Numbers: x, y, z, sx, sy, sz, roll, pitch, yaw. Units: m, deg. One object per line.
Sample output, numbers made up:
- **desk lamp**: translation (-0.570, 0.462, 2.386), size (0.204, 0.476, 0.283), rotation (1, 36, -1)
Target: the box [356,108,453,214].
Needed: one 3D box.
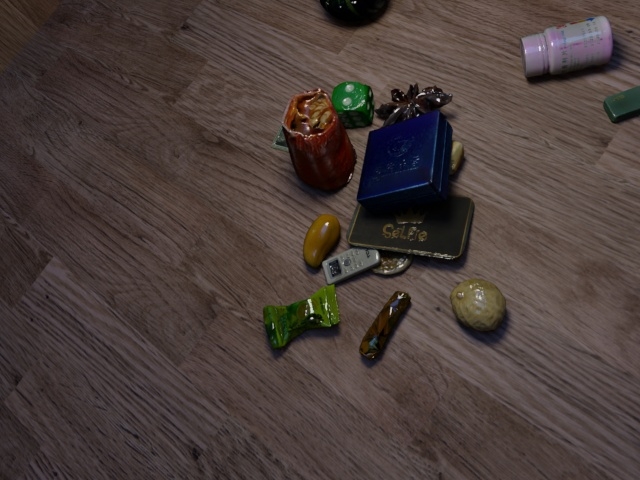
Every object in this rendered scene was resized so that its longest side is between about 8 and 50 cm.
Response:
- **box**: translation (0.263, -0.240, 1.774), size (0.262, 0.116, 0.278), rotation (-10, 56, 36)

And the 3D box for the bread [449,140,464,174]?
- **bread**: translation (0.398, -0.271, 1.829), size (0.125, 0.082, 0.106), rotation (25, 69, 43)

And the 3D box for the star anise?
- **star anise**: translation (0.310, -0.440, 1.905), size (0.283, 0.129, 0.212), rotation (-3, 62, 26)

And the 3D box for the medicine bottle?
- **medicine bottle**: translation (0.771, -0.606, 1.796), size (0.255, 0.152, 0.151), rotation (-10, 67, 15)

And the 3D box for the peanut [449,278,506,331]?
- **peanut**: translation (0.446, 0.181, 1.618), size (0.159, 0.109, 0.140), rotation (19, 76, 22)

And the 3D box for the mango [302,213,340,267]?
- **mango**: translation (0.000, 0.000, 1.855), size (0.102, 0.085, 0.184), rotation (24, 89, 23)

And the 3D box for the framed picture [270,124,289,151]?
- **framed picture**: translation (-0.079, -0.381, 2.067), size (0.183, 0.011, 0.141), rotation (19, 76, 23)

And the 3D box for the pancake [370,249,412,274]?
- **pancake**: translation (0.216, 0.044, 1.795), size (0.152, 0.025, 0.151), rotation (-7, 67, 16)

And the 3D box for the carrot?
- **carrot**: translation (0.193, 0.251, 1.705), size (0.069, 0.069, 0.228), rotation (29, 80, 26)

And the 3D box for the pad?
- **pad**: translation (0.265, -0.051, 1.758), size (0.376, 0.063, 0.314), rotation (7, 59, 21)

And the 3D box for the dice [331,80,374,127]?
- **dice**: translation (0.113, -0.469, 1.972), size (0.131, 0.128, 0.120), rotation (0, 72, 17)

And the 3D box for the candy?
- **candy**: translation (-0.055, 0.240, 1.785), size (0.247, 0.069, 0.148), rotation (-23, 59, 14)

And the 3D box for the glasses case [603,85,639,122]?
- **glasses case**: translation (0.965, -0.425, 1.722), size (0.184, 0.039, 0.077), rotation (-19, 65, 11)

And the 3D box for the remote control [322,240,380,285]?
- **remote control**: translation (0.098, 0.070, 1.807), size (0.190, 0.029, 0.087), rotation (-24, 60, 17)

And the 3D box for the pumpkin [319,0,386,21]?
- **pumpkin**: translation (0.134, -0.965, 2.111), size (0.296, 0.296, 0.295), rotation (-6, 68, 16)

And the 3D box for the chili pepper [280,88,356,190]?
- **chili pepper**: translation (0.000, -0.337, 1.858), size (0.229, 0.305, 0.251), rotation (17, 68, 14)
